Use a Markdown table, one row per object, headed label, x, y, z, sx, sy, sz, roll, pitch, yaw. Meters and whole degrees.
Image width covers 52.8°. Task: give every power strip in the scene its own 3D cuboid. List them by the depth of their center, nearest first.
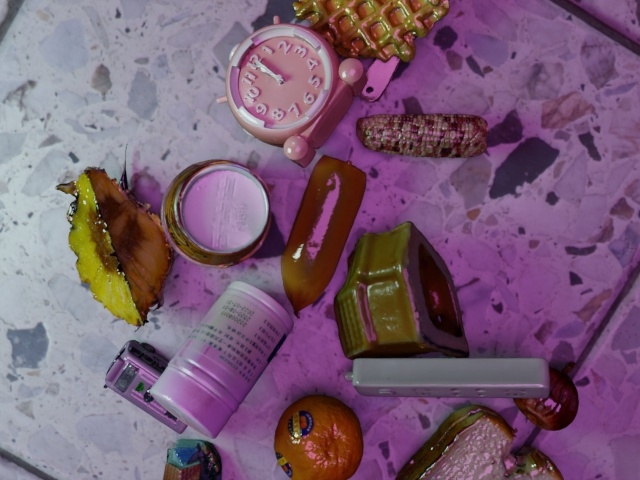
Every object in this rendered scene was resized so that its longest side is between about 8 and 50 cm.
| label | x | y | z | sx | sy | sz | roll | pitch | yaw |
| --- | --- | --- | --- | --- | --- | --- | --- | --- | --- |
| power strip | 0.232 | 0.262 | 1.224 | 0.385 | 0.091 | 0.062 | -4 | 61 | 16 |

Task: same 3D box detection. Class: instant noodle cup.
| label | x | y | z | sx | sy | sz | roll | pitch | yaw |
| --- | --- | --- | --- | --- | --- | --- | --- | --- | --- |
| instant noodle cup | -0.185 | -0.054 | 1.187 | 0.215 | 0.172 | 0.216 | 0 | 88 | -13 |

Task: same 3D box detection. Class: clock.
| label | x | y | z | sx | sy | sz | roll | pitch | yaw |
| --- | --- | --- | --- | --- | --- | --- | --- | --- | --- |
| clock | -0.065 | -0.288 | 1.215 | 0.241 | 0.142 | 0.227 | 36 | 93 | 7 |

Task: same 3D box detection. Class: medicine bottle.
| label | x | y | z | sx | sy | sz | roll | pitch | yaw |
| --- | --- | --- | --- | --- | --- | --- | --- | --- | --- |
| medicine bottle | -0.178 | 0.216 | 1.187 | 0.152 | 0.152 | 0.254 | 37 | 65 | -2 |

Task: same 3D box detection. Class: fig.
| label | x | y | z | sx | sy | sz | roll | pitch | yaw |
| --- | --- | --- | --- | --- | --- | --- | --- | --- | --- |
| fig | 0.454 | 0.306 | 1.259 | 0.150 | 0.128 | 0.128 | -12 | 94 | -4 |

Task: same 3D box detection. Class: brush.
| label | x | y | z | sx | sy | sz | roll | pitch | yaw |
| --- | --- | --- | --- | --- | --- | --- | --- | --- | --- |
| brush | 0.173 | -0.413 | 1.241 | 0.070 | 0.065 | 0.327 | 32 | 103 | -7 |

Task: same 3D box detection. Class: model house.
| label | x | y | z | sx | sy | sz | roll | pitch | yaw |
| --- | --- | --- | --- | --- | --- | --- | --- | --- | --- |
| model house | 0.127 | 0.116 | 1.237 | 0.239 | 0.173 | 0.268 | -15 | 83 | 38 |
| model house | -0.260 | 0.485 | 1.259 | 0.119 | 0.149 | 0.148 | 7 | 96 | -1 |

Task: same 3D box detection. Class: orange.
| label | x | y | z | sx | sy | sz | roll | pitch | yaw |
| --- | --- | --- | --- | --- | --- | --- | --- | --- | --- |
| orange | -0.004 | 0.387 | 1.242 | 0.177 | 0.155 | 0.178 | 9 | 60 | -15 |

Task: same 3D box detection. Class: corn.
| label | x | y | z | sx | sy | sz | roll | pitch | yaw |
| --- | --- | --- | --- | --- | --- | --- | --- | --- | --- |
| corn | 0.194 | -0.202 | 1.237 | 0.253 | 0.086 | 0.086 | 2 | 94 | 1 |

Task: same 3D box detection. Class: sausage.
| label | x | y | z | sx | sy | sz | roll | pitch | yaw |
| --- | --- | --- | --- | --- | --- | --- | --- | --- | --- |
| sausage | -0.006 | -0.001 | 1.247 | 0.112 | 0.112 | 0.328 | 20 | 96 | -1 |

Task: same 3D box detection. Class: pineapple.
| label | x | y | z | sx | sy | sz | roll | pitch | yaw |
| --- | --- | --- | --- | --- | --- | --- | --- | --- | --- |
| pineapple | -0.389 | 0.006 | 1.247 | 0.161 | 0.158 | 0.335 | -29 | 89 | 41 |

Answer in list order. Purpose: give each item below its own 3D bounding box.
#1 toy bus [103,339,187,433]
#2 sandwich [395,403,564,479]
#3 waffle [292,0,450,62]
| label | x | y | z | sx | sy | sz | roll | pitch | yaw |
| --- | --- | --- | --- | --- | --- | --- | --- | --- | --- |
| toy bus | -0.323 | 0.286 | 1.264 | 0.198 | 0.108 | 0.096 | 34 | 94 | -2 |
| sandwich | 0.326 | 0.481 | 1.284 | 0.273 | 0.095 | 0.249 | 41 | 94 | -4 |
| waffle | 0.103 | -0.489 | 1.191 | 0.307 | 0.060 | 0.312 | 28 | 102 | 14 |
